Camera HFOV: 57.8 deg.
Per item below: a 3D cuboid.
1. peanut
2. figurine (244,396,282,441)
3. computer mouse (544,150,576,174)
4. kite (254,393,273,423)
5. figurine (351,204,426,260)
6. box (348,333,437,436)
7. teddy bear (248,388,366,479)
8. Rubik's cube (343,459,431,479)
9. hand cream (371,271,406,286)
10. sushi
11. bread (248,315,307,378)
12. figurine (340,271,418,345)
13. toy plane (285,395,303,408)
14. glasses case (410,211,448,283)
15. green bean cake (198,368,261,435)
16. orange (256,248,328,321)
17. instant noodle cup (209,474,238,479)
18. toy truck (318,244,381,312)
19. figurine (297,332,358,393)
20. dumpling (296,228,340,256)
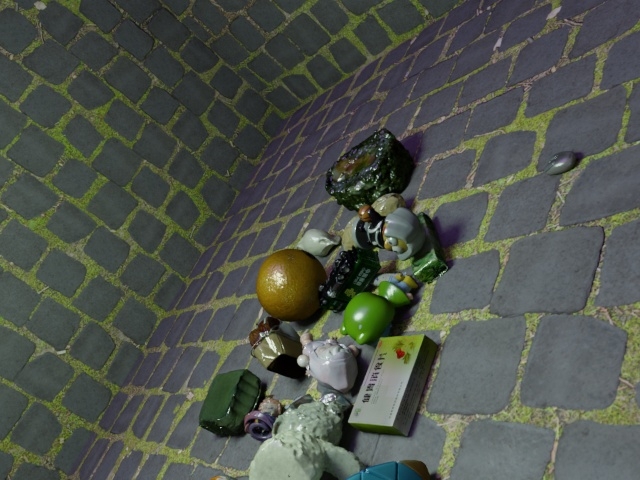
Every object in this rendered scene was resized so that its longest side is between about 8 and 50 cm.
[{"bbox_3d":[0.188,-0.061,2.098,0.290,0.130,0.130,-41,25,15],"label":"peanut"},{"bbox_3d":[-0.173,0.574,1.845,0.126,0.114,0.157,-9,5,14],"label":"figurine"},{"bbox_3d":[0.656,-0.216,1.593,0.096,0.039,0.066,-11,44,57],"label":"computer mouse"},{"bbox_3d":[-0.230,0.594,2.014,0.190,0.010,0.159,-50,24,2],"label":"kite"},{"bbox_3d":[0.210,-0.032,1.774,0.236,0.176,0.133,10,53,51],"label":"figurine"},{"bbox_3d":[0.190,0.375,1.520,0.175,0.062,0.261,-18,40,52],"label":"box"},{"bbox_3d":[-0.024,0.602,1.505,0.327,0.362,0.376,-19,77,19],"label":"teddy bear"},{"bbox_3d":[0.173,0.561,1.185,0.254,0.254,0.254,-40,25,23],"label":"Rubik's cube"},{"bbox_3d":[0.214,0.130,1.871,0.170,0.043,0.065,0,68,58],"label":"hand cream"},{"bbox_3d":[0.193,-0.260,2.318,0.352,0.178,0.294,-28,34,35],"label":"sushi"},{"bbox_3d":[-0.145,0.359,1.941,0.142,0.224,0.212,-48,45,9],"label":"bread"},{"bbox_3d":[0.175,0.200,1.724,0.263,0.143,0.162,-44,38,-17],"label":"figurine"},{"bbox_3d":[-0.083,0.533,1.743,0.171,0.065,0.162,-44,-33,-48],"label":"toy plane"},{"bbox_3d":[0.324,0.020,1.811,0.095,0.062,0.272,-42,24,24],"label":"glasses case"},{"bbox_3d":[-0.318,0.575,2.046,0.227,0.125,0.223,-30,29,49],"label":"green bean cake"},{"bbox_3d":[-0.102,0.163,2.108,0.274,0.274,0.274,-40,25,23],"label":"orange"},{"bbox_3d":[-0.289,0.770,1.685,0.208,0.178,0.125,-4,24,18],"label":"instant noodle cup"},{"bbox_3d":[0.088,0.133,1.936,0.088,0.121,0.259,-94,27,-47],"label":"toy truck"},{"bbox_3d":[0.019,0.366,1.755,0.276,0.200,0.133,-166,72,-66],"label":"figurine"},{"bbox_3d":[0.002,0.003,2.380,0.155,0.181,0.111,-33,-39,-56],"label":"dumpling"}]
